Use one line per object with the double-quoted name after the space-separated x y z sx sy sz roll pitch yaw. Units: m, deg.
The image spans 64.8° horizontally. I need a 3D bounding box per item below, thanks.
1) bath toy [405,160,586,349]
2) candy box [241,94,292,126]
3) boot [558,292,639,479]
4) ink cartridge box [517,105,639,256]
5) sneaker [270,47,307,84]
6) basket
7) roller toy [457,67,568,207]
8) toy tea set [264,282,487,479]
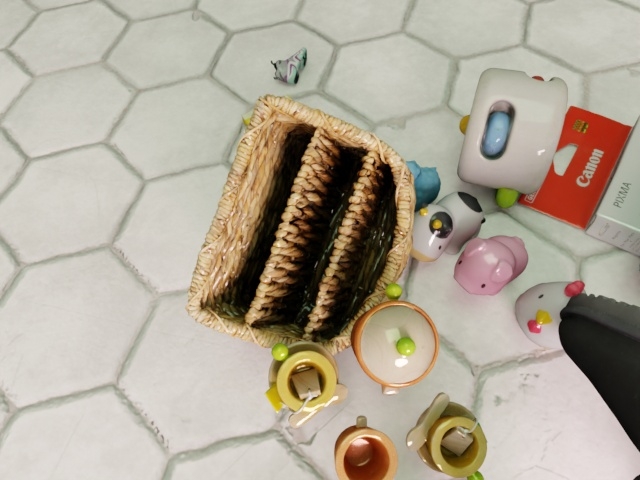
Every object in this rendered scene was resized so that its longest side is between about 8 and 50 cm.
0.241 0.018 0.748 0.151 0.129 0.348 -37 64 -17 "bath toy"
-0.060 -0.190 0.956 0.105 0.027 0.205 -28 61 -10 "candy box"
0.262 0.293 0.477 0.146 0.367 0.445 34 90 -18 "boot"
0.507 -0.123 0.854 0.239 0.060 0.275 28 65 18 "ink cartridge box"
-0.071 -0.374 1.062 0.069 0.038 0.098 14 61 12 "sneaker"
0.000 0.000 0.663 0.214 0.223 0.298 21 89 19 "basket"
0.302 -0.181 0.826 0.147 0.191 0.209 14 61 14 "roller toy"
0.095 0.221 0.565 0.200 0.124 0.336 -36 89 -10 "toy tea set"
